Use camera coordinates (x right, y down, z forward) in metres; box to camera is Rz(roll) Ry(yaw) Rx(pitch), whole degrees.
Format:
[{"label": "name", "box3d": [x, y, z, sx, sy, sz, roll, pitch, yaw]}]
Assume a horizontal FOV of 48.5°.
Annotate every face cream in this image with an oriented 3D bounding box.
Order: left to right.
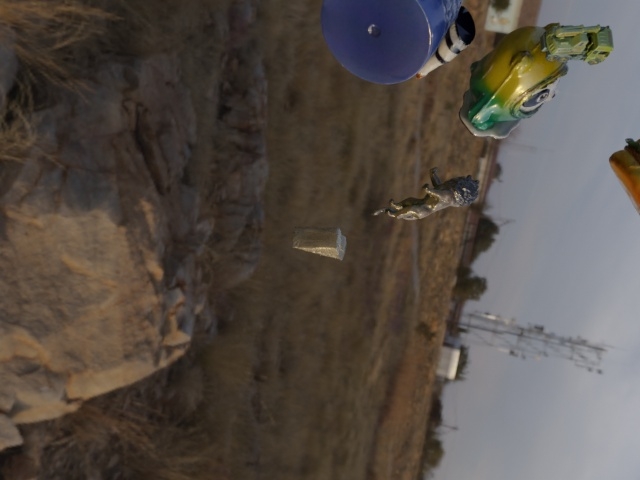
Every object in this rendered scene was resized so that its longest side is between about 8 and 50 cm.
[{"label": "face cream", "box3d": [0.154, -0.490, 1.485, 0.249, 0.248, 0.225, 91, 24, -48]}]

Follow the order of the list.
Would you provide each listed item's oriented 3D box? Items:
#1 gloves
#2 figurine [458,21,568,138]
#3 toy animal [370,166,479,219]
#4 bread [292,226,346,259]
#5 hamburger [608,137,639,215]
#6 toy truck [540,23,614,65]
[{"label": "gloves", "box3d": [0.288, -0.520, 1.852, 0.131, 0.218, 0.140, -45, 111, -34]}, {"label": "figurine", "box3d": [0.517, -0.435, 1.912, 0.323, 0.231, 0.340, -42, 172, -25]}, {"label": "toy animal", "box3d": [0.201, -0.086, 1.365, 0.069, 0.219, 0.086, -91, 165, -66]}, {"label": "bread", "box3d": [-0.003, 0.007, 2.230, 0.105, 0.152, 0.077, 59, 37, -66]}, {"label": "hamburger", "box3d": [0.868, -0.164, 1.825, 0.246, 0.170, 0.246, 53, 17, -25]}, {"label": "toy truck", "box3d": [0.618, -0.477, 1.699, 0.100, 0.168, 0.077, 126, -34, -74]}]
